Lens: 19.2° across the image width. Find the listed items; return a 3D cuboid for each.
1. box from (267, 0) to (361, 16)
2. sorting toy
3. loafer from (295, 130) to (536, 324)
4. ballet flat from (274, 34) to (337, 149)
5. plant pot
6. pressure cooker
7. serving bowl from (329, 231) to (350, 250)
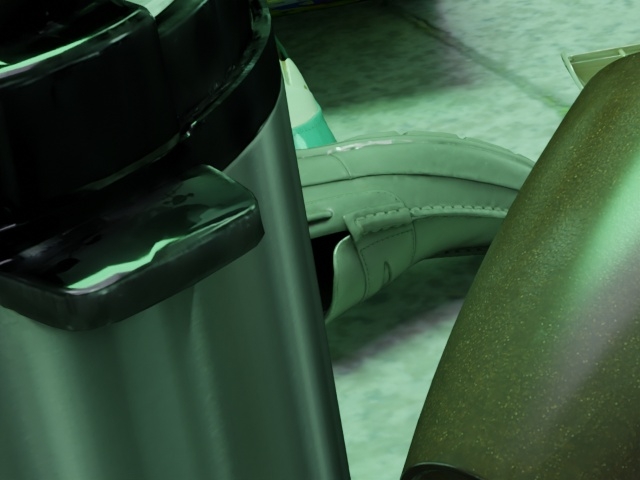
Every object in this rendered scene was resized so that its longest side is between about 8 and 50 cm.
[{"bbox_3d":[-0.045,-0.266,1.495,0.279,0.177,0.290,-10,4,-1],"label":"box"},{"bbox_3d":[0.219,-0.106,1.341,0.083,0.045,0.075,-10,34,-1],"label":"sorting toy"},{"bbox_3d":[0.000,0.000,1.119,0.319,0.112,0.111,-2,68,-21],"label":"loafer"},{"bbox_3d":[-0.045,-0.101,1.366,0.083,0.087,0.247,-14,27,-9],"label":"ballet flat"},{"bbox_3d":[0.146,0.064,0.887,0.215,0.215,0.230,16,52,41],"label":"plant pot"},{"bbox_3d":[-0.185,0.012,0.827,0.370,0.420,0.375,-5,28,7],"label":"pressure cooker"},{"bbox_3d":[0.005,0.002,1.215,0.083,0.027,0.083,-8,28,4],"label":"serving bowl"}]
